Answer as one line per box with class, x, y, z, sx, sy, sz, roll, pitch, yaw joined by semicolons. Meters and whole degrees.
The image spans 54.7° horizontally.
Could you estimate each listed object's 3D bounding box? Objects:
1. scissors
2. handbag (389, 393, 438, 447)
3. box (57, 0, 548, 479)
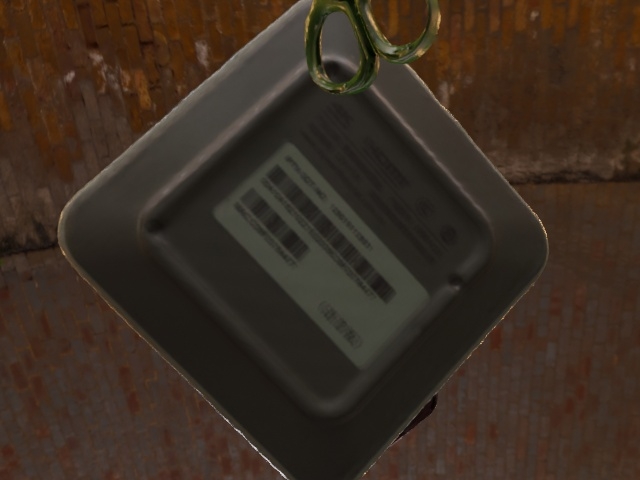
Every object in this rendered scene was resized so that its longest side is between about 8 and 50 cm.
scissors;0.005;-0.204;0.416;0.027;0.101;0.204;-16;-96;-55
handbag;0.014;0.185;0.790;0.216;0.203;0.074;-34;-13;-16
box;0.000;-0.001;0.657;0.396;0.111;0.396;-45;-82;-11
